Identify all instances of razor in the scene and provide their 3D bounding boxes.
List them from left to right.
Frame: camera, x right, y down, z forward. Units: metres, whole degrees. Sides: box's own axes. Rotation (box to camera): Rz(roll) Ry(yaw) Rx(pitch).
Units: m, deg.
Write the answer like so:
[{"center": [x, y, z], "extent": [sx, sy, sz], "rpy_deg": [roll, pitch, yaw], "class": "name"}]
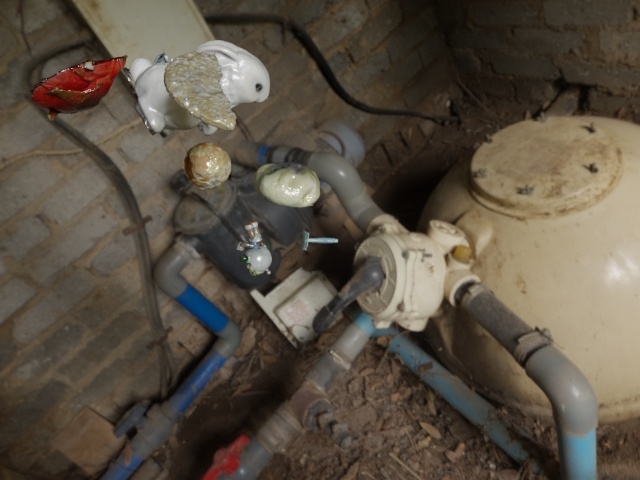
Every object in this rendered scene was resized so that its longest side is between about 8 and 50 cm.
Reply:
[{"center": [0.000, 0.000, 1.796], "extent": [0.134, 0.068, 0.040], "rpy_deg": [1, 16, -25], "class": "razor"}]

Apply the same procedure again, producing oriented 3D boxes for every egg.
[{"center": [-0.458, -0.302, 2.081], "extent": [0.195, 0.195, 0.233], "rpy_deg": [-42, 16, -12], "class": "egg"}]

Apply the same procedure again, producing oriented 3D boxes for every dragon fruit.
[{"center": [-0.800, -0.476, 1.668], "extent": [0.343, 0.100, 0.282], "rpy_deg": [-20, 7, 40], "class": "dragon fruit"}]

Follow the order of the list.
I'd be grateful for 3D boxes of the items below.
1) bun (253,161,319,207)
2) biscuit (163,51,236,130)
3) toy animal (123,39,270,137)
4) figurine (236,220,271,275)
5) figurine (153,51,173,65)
[{"center": [-0.130, -0.231, 2.029], "extent": [0.272, 0.169, 0.273], "rpy_deg": [10, 19, -3], "class": "bun"}, {"center": [-0.265, -0.330, 1.095], "extent": [0.032, 0.133, 0.250], "rpy_deg": [-56, 42, 44], "class": "biscuit"}, {"center": [-0.322, -0.422, 1.390], "extent": [0.357, 0.258, 0.194], "rpy_deg": [-25, 19, 1], "class": "toy animal"}, {"center": [-0.231, 0.032, 1.801], "extent": [0.093, 0.197, 0.147], "rpy_deg": [-11, 13, 36], "class": "figurine"}, {"center": [-0.566, -0.640, 1.871], "extent": [0.082, 0.094, 0.086], "rpy_deg": [27, 60, 0], "class": "figurine"}]
